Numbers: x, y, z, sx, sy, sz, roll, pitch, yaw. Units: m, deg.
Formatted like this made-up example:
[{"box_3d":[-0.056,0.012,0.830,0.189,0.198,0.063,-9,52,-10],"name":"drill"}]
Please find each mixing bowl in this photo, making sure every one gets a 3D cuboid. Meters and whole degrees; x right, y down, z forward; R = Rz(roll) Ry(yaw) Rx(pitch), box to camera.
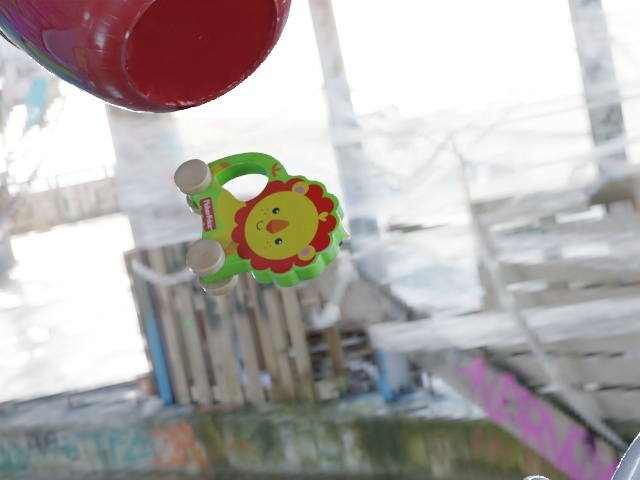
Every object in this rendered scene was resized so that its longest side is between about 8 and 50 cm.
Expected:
[{"box_3d":[-0.082,-0.135,0.749,0.181,0.181,0.098,-14,50,-26],"name":"mixing bowl"}]

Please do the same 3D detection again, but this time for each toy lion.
[{"box_3d":[-0.035,-0.014,0.860,0.096,0.100,0.034,-17,-36,6],"name":"toy lion"}]

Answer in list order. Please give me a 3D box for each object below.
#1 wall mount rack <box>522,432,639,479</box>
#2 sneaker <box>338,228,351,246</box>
[{"box_3d":[0.119,0.232,0.640,0.130,0.350,0.304,32,-9,-36],"name":"wall mount rack"},{"box_3d":[0.000,0.000,1.348,0.035,0.031,0.083,-35,2,-16],"name":"sneaker"}]
